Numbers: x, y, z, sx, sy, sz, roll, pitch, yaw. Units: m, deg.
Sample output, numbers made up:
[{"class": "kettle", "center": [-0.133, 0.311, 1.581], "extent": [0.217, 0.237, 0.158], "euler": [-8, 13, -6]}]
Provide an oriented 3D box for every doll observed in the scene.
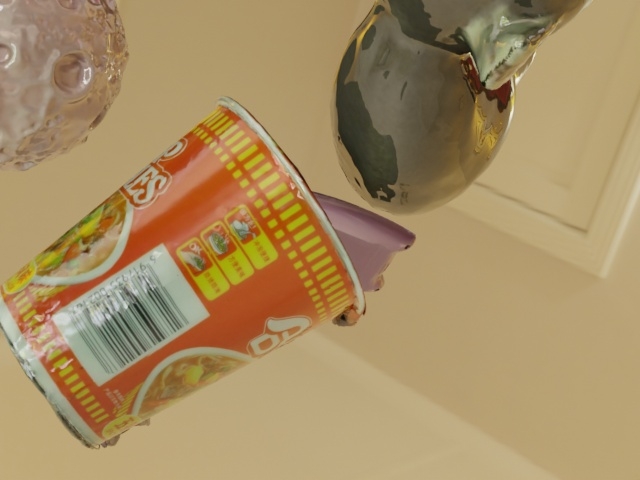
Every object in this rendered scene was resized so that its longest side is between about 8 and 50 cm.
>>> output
[{"class": "doll", "center": [0.128, -0.239, 0.706], "extent": [0.252, 0.378, 0.382], "euler": [45, -128, 2]}]

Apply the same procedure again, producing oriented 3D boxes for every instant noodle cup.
[{"class": "instant noodle cup", "center": [-0.104, 0.035, 0.718], "extent": [0.212, 0.193, 0.193], "euler": [-34, -146, -10]}]

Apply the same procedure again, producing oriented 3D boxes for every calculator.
[{"class": "calculator", "center": [0.000, 0.001, 1.733], "extent": [0.294, 0.194, 0.043], "euler": [19, -132, -12]}]

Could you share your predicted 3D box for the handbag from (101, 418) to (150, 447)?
[{"class": "handbag", "center": [-0.284, 0.141, 1.294], "extent": [0.074, 0.216, 0.203], "euler": [-31, -109, -30]}]

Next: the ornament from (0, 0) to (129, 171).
[{"class": "ornament", "center": [-0.328, -0.194, 1.044], "extent": [0.260, 0.259, 0.225], "euler": [16, -148, -4]}]
